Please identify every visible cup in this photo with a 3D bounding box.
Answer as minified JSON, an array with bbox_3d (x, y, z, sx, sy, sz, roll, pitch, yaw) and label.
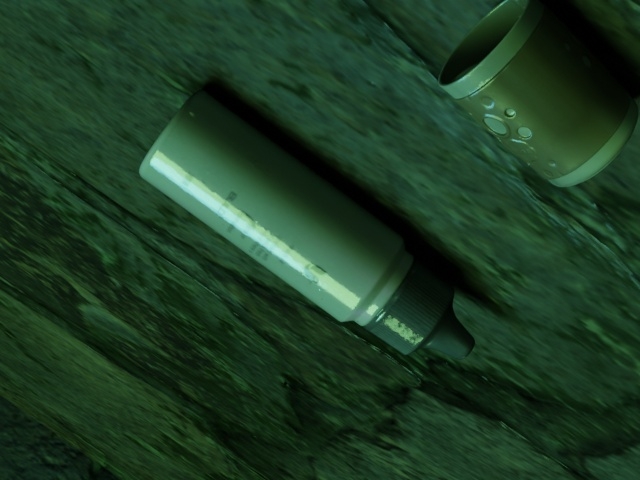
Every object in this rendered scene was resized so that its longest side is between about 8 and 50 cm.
[{"bbox_3d":[0.122,-0.082,0.761,0.099,0.074,0.102,41,156,-15],"label":"cup"}]

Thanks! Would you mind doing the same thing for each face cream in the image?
[{"bbox_3d":[0.000,0.000,1.068,0.311,0.092,0.092,35,157,-3],"label":"face cream"}]
